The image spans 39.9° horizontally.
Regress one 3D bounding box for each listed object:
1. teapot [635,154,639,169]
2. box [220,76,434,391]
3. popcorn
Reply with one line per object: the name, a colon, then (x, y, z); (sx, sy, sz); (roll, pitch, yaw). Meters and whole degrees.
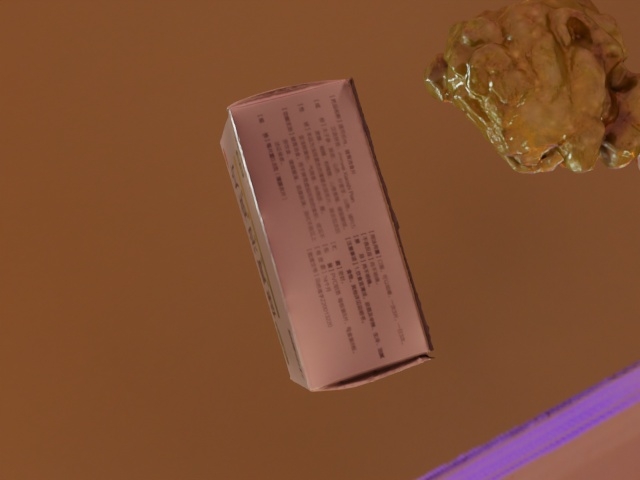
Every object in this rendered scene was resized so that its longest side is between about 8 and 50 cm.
teapot: (0.517, -0.118, 1.188); (0.159, 0.116, 0.245); (-25, -120, -21)
box: (0.001, 0.002, 1.003); (0.145, 0.173, 0.332); (-16, -92, -9)
popcorn: (0.275, -0.198, 1.122); (0.250, 0.242, 0.234); (-5, -66, -22)
